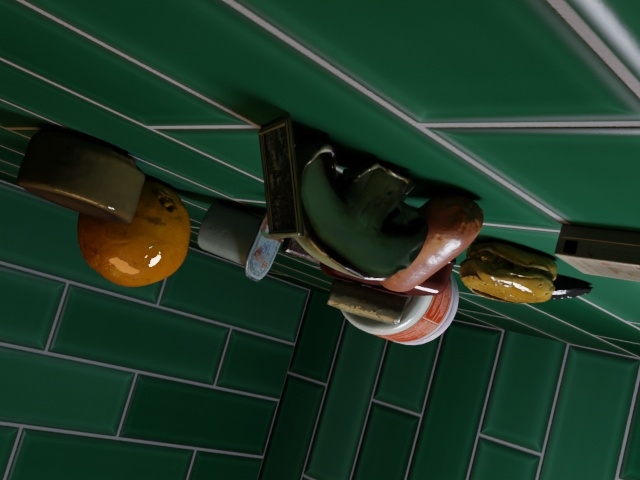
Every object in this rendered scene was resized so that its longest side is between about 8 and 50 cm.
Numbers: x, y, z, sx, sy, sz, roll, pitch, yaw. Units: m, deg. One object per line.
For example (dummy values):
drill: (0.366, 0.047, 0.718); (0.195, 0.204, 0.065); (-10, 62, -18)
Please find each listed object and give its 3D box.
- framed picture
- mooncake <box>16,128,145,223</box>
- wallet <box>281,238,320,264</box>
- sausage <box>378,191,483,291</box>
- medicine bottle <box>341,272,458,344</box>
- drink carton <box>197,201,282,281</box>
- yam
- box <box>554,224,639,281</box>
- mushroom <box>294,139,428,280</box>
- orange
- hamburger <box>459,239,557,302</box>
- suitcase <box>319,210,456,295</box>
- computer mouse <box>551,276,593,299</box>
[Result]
framed picture: (-0.064, -0.094, 1.229); (0.011, 0.183, 0.142); (-7, -178, -23)
mooncake: (-0.562, -0.153, 1.879); (0.284, 0.156, 0.284); (18, 172, 3)
wallet: (0.000, 0.000, 1.957); (0.042, 0.124, 0.230); (1, 165, 45)
sausage: (0.192, 0.001, 1.424); (0.113, 0.114, 0.259); (18, 145, -18)
medicine bottle: (0.193, 0.125, 1.981); (0.252, 0.253, 0.241); (11, 171, 29)
drink carton: (-0.227, -0.009, 2.183); (0.189, 0.191, 0.185); (21, 176, 13)
yam: (0.100, 0.135, 1.715); (0.169, 0.068, 0.068); (14, 172, 6)
box: (0.522, 0.028, 1.346); (0.201, 0.058, 0.141); (9, 170, 43)
mushroom: (0.033, -0.044, 1.325); (0.267, 0.190, 0.164); (21, 174, -29)
orange: (-0.507, -0.025, 2.145); (0.312, 0.312, 0.312); (15, 172, 2)
hamburger: (0.411, 0.070, 1.735); (0.213, 0.108, 0.214); (14, 167, 3)
suitcase: (0.141, 0.022, 1.699); (0.236, 0.161, 0.297); (17, 171, -15)
computer mouse: (0.563, 0.116, 1.899); (0.172, 0.057, 0.099); (10, 169, 19)
